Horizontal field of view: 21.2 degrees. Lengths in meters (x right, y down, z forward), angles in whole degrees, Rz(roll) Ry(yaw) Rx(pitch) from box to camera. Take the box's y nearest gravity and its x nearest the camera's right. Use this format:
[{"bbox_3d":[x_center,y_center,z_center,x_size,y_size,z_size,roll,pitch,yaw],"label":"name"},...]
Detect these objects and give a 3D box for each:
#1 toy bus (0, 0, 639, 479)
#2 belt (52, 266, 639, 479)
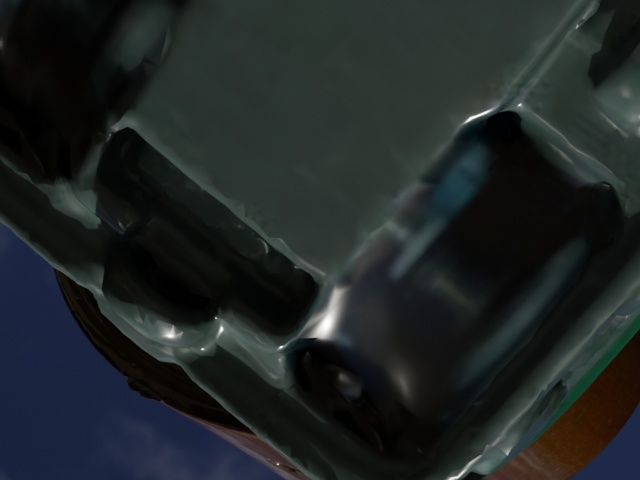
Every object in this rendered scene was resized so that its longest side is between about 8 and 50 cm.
[{"bbox_3d":[0.072,-0.117,0.409,0.183,0.343,0.199,40,-155,4],"label":"toy bus"},{"bbox_3d":[0.000,0.000,0.833,0.338,0.217,0.122,26,171,46],"label":"belt"}]
